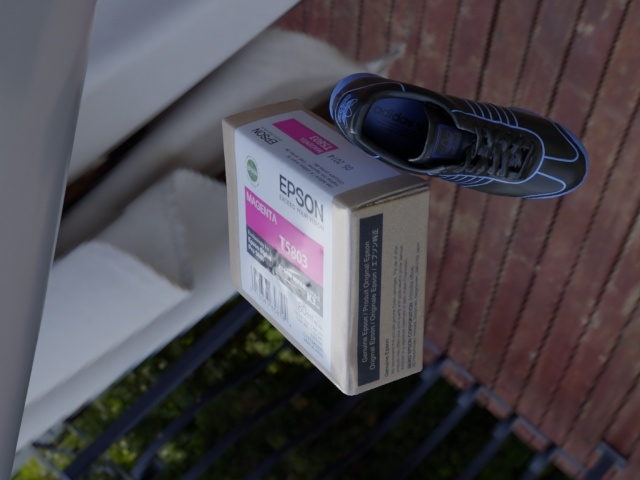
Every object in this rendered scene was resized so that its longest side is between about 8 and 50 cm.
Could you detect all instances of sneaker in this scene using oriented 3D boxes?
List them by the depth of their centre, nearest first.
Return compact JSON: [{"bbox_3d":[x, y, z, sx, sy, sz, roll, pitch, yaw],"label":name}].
[{"bbox_3d":[0.120,-0.077,1.048,0.232,0.081,0.090,13,-164,-10],"label":"sneaker"}]

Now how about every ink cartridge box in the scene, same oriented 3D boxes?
[{"bbox_3d":[0.000,0.000,1.179,0.235,0.088,0.193,38,137,50],"label":"ink cartridge box"}]

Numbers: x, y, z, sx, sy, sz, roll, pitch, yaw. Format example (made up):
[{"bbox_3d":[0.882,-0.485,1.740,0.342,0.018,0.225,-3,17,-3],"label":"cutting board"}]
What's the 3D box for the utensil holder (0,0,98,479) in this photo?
[{"bbox_3d":[-0.236,-0.091,0.441,0.328,0.385,0.327,2,149,1],"label":"utensil holder"}]
